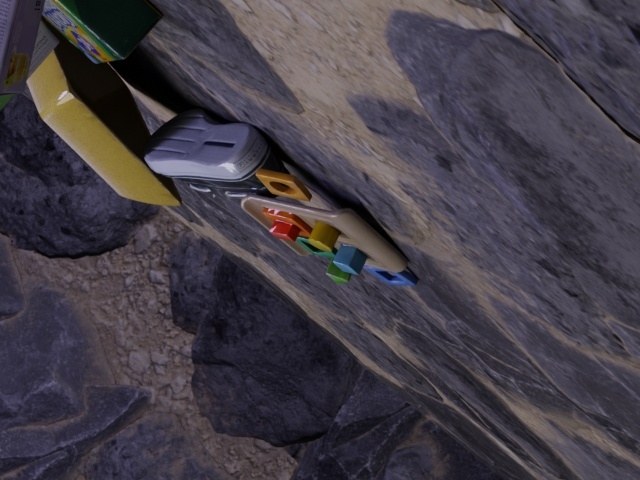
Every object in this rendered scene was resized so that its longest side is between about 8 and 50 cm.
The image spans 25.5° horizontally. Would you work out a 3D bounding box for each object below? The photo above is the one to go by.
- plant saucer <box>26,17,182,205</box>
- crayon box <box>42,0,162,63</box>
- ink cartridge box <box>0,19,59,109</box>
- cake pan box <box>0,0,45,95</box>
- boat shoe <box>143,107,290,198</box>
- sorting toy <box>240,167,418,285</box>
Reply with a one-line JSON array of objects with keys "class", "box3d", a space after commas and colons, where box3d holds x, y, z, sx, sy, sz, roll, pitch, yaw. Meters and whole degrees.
[{"class": "plant saucer", "box3d": [-0.377, -0.223, 2.251, 0.333, 0.081, 0.333, 49, -171, -49]}, {"class": "crayon box", "box3d": [-0.368, -0.366, 1.830, 0.323, 0.083, 0.203, 43, 171, -17]}, {"class": "ink cartridge box", "box3d": [-0.491, -0.275, 1.872, 0.115, 0.198, 0.273, 37, 173, 18]}, {"class": "cake pan box", "box3d": [-0.443, -0.322, 1.646, 0.267, 0.246, 0.070, 20, -166, 17]}, {"class": "boat shoe", "box3d": [-0.160, -0.112, 2.118, 0.119, 0.121, 0.335, 49, 166, -28]}, {"class": "sorting toy", "box3d": [0.000, 0.000, 2.016, 0.196, 0.047, 0.347, 8, 158, 39]}]
